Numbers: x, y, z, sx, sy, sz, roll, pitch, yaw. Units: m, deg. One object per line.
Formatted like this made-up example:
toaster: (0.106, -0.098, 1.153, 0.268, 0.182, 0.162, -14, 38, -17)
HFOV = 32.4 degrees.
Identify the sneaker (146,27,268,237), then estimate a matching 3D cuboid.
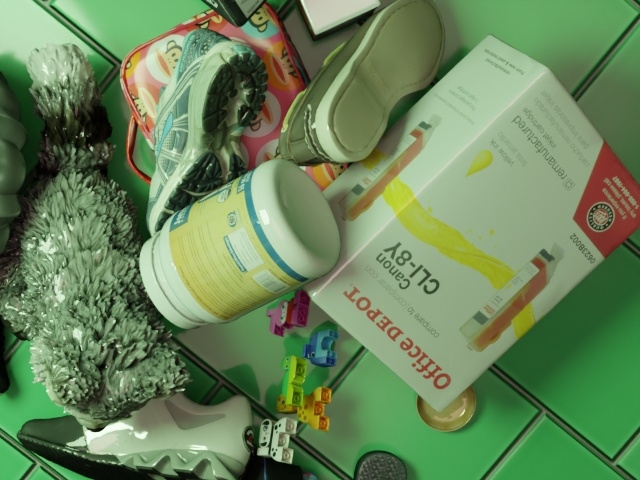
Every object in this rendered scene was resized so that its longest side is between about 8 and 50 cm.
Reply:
sneaker: (-0.151, -0.124, 1.336, 0.110, 0.122, 0.283, -1, 125, -41)

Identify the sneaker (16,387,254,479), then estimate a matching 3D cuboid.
sneaker: (-0.241, 0.249, 1.477, 0.331, 0.122, 0.146, 4, 62, 15)

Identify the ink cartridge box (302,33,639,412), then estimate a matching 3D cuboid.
ink cartridge box: (0.179, -0.015, 1.380, 0.385, 0.160, 0.279, -44, 122, 4)

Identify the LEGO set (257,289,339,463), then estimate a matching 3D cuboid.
LEGO set: (-0.038, 0.192, 1.482, 0.087, 0.093, 0.227, 22, 65, -37)

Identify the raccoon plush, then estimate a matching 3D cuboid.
raccoon plush: (-0.296, 0.007, 1.306, 0.216, 0.299, 0.446, -20, 110, -16)

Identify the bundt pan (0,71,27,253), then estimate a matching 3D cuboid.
bundt pan: (-0.461, -0.082, 1.350, 0.124, 0.331, 0.330, 8, 98, -39)

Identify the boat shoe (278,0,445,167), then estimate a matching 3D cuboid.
boat shoe: (0.056, -0.201, 1.368, 0.097, 0.324, 0.116, -12, 122, 41)

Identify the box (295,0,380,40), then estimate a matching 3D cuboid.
box: (-0.002, -0.352, 1.399, 0.091, 0.130, 0.170, -24, 96, 1)

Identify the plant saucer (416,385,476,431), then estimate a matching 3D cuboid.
plant saucer: (0.173, 0.222, 1.525, 0.083, 0.015, 0.083, 0, 97, -1)

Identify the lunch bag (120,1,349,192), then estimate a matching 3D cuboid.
lunch bag: (-0.124, -0.142, 1.425, 0.258, 0.120, 0.293, -25, 97, 2)

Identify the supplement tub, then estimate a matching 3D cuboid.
supplement tub: (-0.093, 0.009, 1.267, 0.200, 0.144, 0.144, -27, 97, 25)

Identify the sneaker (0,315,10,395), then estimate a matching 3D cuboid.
sneaker: (-0.436, 0.094, 1.465, 0.121, 0.079, 0.217, -24, 95, 3)

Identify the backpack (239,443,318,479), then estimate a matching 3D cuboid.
backpack: (-0.088, 0.389, 1.473, 0.117, 0.158, 0.173, 29, 109, -22)

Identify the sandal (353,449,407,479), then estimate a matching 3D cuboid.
sandal: (0.063, 0.418, 1.533, 0.097, 0.054, 0.254, 19, 86, -10)

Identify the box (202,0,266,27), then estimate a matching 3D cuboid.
box: (-0.081, -0.489, 1.309, 0.318, 0.097, 0.395, 40, 87, 24)
